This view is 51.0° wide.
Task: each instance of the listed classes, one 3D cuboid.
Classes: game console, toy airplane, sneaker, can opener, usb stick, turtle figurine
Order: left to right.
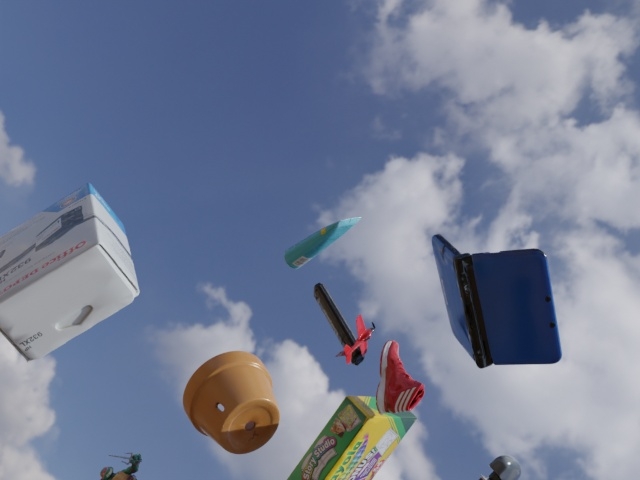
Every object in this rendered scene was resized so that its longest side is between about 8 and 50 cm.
[{"bbox_3d":[-0.558,0.699,1.927,0.234,0.175,0.118,27,-23,5],"label":"turtle figurine"},{"bbox_3d":[0.053,0.246,2.001,0.278,0.045,0.077,59,-14,33],"label":"usb stick"},{"bbox_3d":[0.102,0.277,1.834,0.028,0.151,0.151,26,-49,40],"label":"toy airplane"},{"bbox_3d":[0.230,0.377,1.850,0.128,0.221,0.087,-3,-36,20],"label":"sneaker"},{"bbox_3d":[0.394,0.128,1.527,0.250,0.173,0.293,-119,-168,-67],"label":"game console"},{"bbox_3d":[0.371,0.486,1.307,0.074,0.093,0.280,46,-2,34],"label":"can opener"}]

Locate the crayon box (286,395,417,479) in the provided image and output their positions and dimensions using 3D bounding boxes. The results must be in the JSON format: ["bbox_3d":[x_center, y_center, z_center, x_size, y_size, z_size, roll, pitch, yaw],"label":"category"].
[{"bbox_3d":[0.083,0.625,1.953,0.106,0.313,0.363,39,-80,33],"label":"crayon box"}]

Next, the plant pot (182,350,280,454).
[{"bbox_3d":[-0.255,0.517,2.079,0.203,0.290,0.291,36,-41,53],"label":"plant pot"}]

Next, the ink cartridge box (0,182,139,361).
[{"bbox_3d":[-0.478,0.045,1.244,0.129,0.223,0.307,61,-6,-31],"label":"ink cartridge box"}]

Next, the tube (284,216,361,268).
[{"bbox_3d":[0.000,0.000,1.530,0.207,0.080,0.052,-34,-99,38],"label":"tube"}]
